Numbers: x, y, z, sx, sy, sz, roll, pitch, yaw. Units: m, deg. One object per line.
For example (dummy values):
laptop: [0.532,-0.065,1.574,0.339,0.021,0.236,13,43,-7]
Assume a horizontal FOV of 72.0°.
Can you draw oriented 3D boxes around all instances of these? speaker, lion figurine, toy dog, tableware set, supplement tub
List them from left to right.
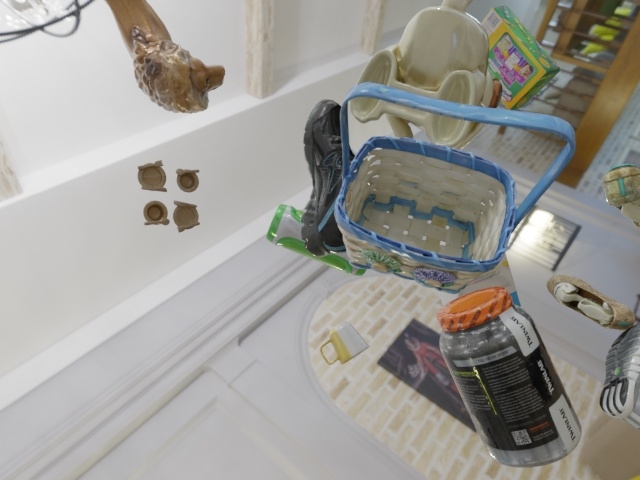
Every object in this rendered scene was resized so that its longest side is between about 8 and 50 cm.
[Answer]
lion figurine: [-0.319,-0.387,0.805,0.142,0.392,0.240,-36,2,2]
tableware set: [-0.347,-0.101,1.019,0.141,0.020,0.168,-3,-90,-40]
speaker: [0.000,0.000,1.266,0.131,0.297,0.131,-158,90,-85]
toy dog: [0.302,-0.394,1.114,0.408,0.285,0.395,-7,-69,-61]
supplement tub: [0.396,0.286,0.959,0.207,0.337,0.207,-24,0,0]

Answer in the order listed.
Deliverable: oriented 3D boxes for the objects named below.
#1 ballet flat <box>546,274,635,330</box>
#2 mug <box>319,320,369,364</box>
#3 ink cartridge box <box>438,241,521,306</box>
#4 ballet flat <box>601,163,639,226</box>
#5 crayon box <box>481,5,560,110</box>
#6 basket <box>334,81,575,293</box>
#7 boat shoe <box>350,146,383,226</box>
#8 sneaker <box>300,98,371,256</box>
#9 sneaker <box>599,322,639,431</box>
ballet flat: [0.580,0.131,0.976,0.067,0.206,0.073,0,-72,-27]
mug: [0.042,0.187,0.808,0.078,0.064,0.062,-19,-22,-39]
ink cartridge box: [0.442,0.100,1.299,0.171,0.232,0.168,-20,10,-5]
ballet flat: [0.846,-0.095,1.163,0.349,0.123,0.123,16,-74,-38]
crayon box: [0.596,-0.577,1.400,0.081,0.278,0.165,-23,-16,-28]
basket: [0.149,-0.061,0.583,0.289,0.255,0.201,91,-162,-51]
boat shoe: [0.086,-0.163,1.379,0.119,0.335,0.121,-30,2,-28]
sneaker: [0.045,-0.136,0.914,0.125,0.140,0.340,20,-113,-61]
sneaker: [0.607,0.266,0.812,0.229,0.132,0.086,-44,-14,-34]
